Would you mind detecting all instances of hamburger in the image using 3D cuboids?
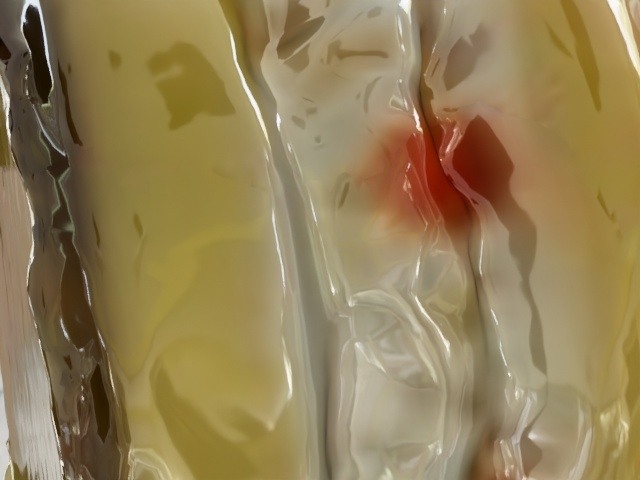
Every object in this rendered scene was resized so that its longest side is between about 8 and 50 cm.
[{"bbox_3d":[0.000,0.000,0.465,0.186,0.302,0.261,-10,8,-14],"label":"hamburger"}]
